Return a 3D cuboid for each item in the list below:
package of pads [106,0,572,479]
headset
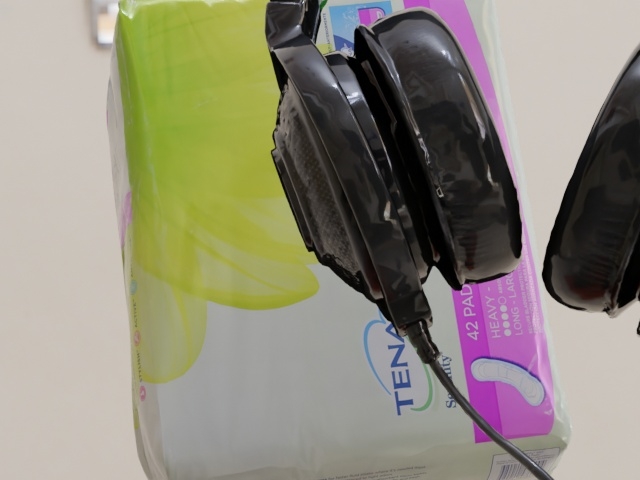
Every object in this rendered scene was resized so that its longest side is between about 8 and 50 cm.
[{"bbox_3d":[0.000,0.000,0.939,0.101,0.229,0.297,104,-22,-70],"label":"package of pads"},{"bbox_3d":[0.093,-0.014,0.743,0.185,0.243,0.394,75,21,-69],"label":"headset"}]
